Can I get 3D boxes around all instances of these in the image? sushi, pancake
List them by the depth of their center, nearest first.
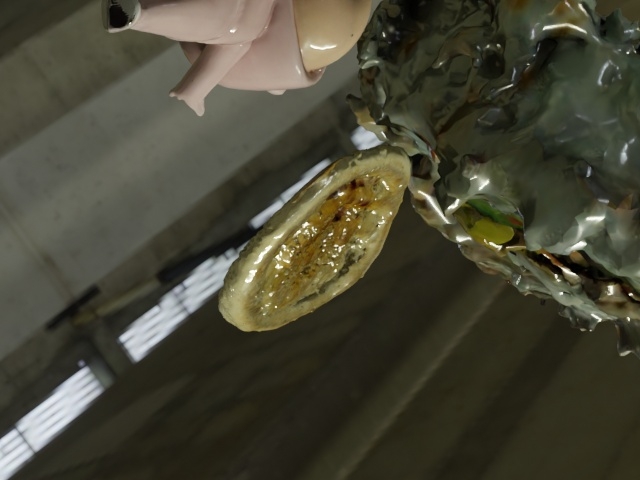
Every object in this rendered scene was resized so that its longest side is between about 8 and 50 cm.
[{"bbox_3d":[-0.001,-0.001,0.787,0.152,0.025,0.151,-34,154,-19],"label":"pancake"},{"bbox_3d":[0.185,-0.038,0.819,0.175,0.418,0.417,-57,-169,-1],"label":"sushi"}]

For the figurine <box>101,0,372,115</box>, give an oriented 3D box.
[{"bbox_3d":[-0.048,-0.189,0.990,0.186,0.176,0.287,4,175,16],"label":"figurine"}]
